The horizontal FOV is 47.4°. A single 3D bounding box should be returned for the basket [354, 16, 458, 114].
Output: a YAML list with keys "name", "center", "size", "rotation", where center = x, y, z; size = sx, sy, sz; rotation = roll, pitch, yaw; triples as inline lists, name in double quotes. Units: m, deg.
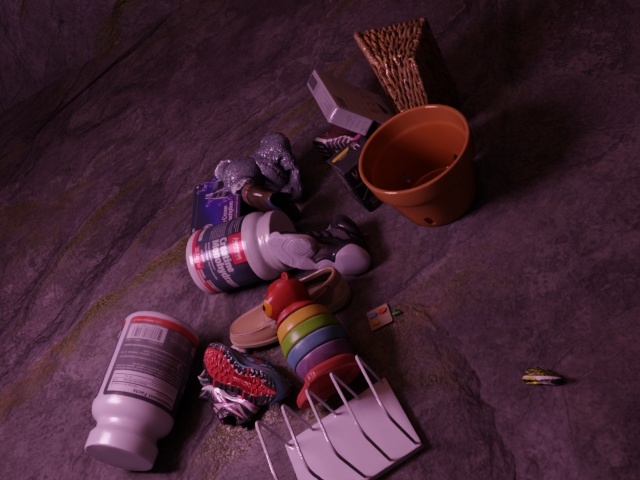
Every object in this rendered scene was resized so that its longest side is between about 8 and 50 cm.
- name: "basket"
  center: [0.225, -0.430, 2.029]
  size: [0.223, 0.299, 0.213]
  rotation: [-4, 54, 29]

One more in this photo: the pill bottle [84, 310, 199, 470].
- name: "pill bottle"
  center: [-0.457, 0.382, 1.863]
  size: [0.210, 0.210, 0.363]
  rotation: [-9, 50, 29]

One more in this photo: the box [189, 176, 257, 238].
- name: "box"
  center: [-0.295, -0.081, 2.238]
  size: [0.184, 0.103, 0.261]
  rotation: [-24, 44, 20]

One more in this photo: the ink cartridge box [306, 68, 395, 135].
- name: "ink cartridge box"
  center: [0.103, -0.395, 2.160]
  size: [0.060, 0.239, 0.275]
  rotation: [-60, 30, 25]

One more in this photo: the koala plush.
- name: "koala plush"
  center: [-0.189, -0.202, 2.140]
  size: [0.221, 0.203, 0.196]
  rotation: [-18, 36, -18]

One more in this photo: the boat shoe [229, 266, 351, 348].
- name: "boat shoe"
  center: [-0.094, 0.163, 1.860]
  size: [0.341, 0.110, 0.121]
  rotation: [-27, 40, 8]

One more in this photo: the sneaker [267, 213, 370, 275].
- name: "sneaker"
  center: [0.000, 0.000, 1.906]
  size: [0.269, 0.101, 0.153]
  rotation: [12, 40, -3]

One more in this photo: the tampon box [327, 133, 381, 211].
- name: "tampon box"
  center: [0.119, -0.185, 1.989]
  size: [0.120, 0.161, 0.101]
  rotation: [-41, 40, -3]

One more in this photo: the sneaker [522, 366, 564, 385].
- name: "sneaker"
  center: [0.447, 0.269, 1.463]
  size: [0.083, 0.031, 0.035]
  rotation: [-4, 52, 32]

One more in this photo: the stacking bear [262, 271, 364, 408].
- name: "stacking bear"
  center: [-0.037, 0.211, 1.692]
  size: [0.164, 0.175, 0.289]
  rotation: [-19, 60, -25]

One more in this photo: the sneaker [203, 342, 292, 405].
- name: "sneaker"
  center: [-0.178, 0.331, 1.786]
  size: [0.262, 0.125, 0.104]
  rotation: [25, 97, 36]

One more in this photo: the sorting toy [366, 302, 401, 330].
- name: "sorting toy"
  center: [0.153, 0.178, 1.762]
  size: [0.083, 0.012, 0.062]
  rotation: [-28, 43, 12]

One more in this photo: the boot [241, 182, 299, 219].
- name: "boot"
  center: [-0.112, -0.094, 2.036]
  size: [0.106, 0.219, 0.082]
  rotation: [16, 86, 44]

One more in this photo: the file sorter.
- name: "file sorter"
  center: [0.034, 0.402, 1.531]
  size: [0.278, 0.173, 0.193]
  rotation: [-34, 43, 4]

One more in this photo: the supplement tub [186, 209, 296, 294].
- name: "supplement tub"
  center: [-0.214, 0.031, 2.013]
  size: [0.272, 0.191, 0.191]
  rotation: [-17, 46, 23]

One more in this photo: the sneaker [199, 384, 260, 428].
- name: "sneaker"
  center: [-0.236, 0.410, 1.788]
  size: [0.178, 0.072, 0.077]
  rotation: [6, 59, 39]

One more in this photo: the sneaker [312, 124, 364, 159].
- name: "sneaker"
  center: [0.113, -0.314, 2.154]
  size: [0.281, 0.106, 0.162]
  rotation: [19, 63, 44]

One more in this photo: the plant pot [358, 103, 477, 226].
- name: "plant pot"
  center: [0.270, -0.170, 1.841]
  size: [0.291, 0.203, 0.291]
  rotation: [-20, 45, 21]

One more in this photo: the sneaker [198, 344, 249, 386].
- name: "sneaker"
  center: [-0.250, 0.314, 1.877]
  size: [0.057, 0.075, 0.161]
  rotation: [26, 72, 45]
